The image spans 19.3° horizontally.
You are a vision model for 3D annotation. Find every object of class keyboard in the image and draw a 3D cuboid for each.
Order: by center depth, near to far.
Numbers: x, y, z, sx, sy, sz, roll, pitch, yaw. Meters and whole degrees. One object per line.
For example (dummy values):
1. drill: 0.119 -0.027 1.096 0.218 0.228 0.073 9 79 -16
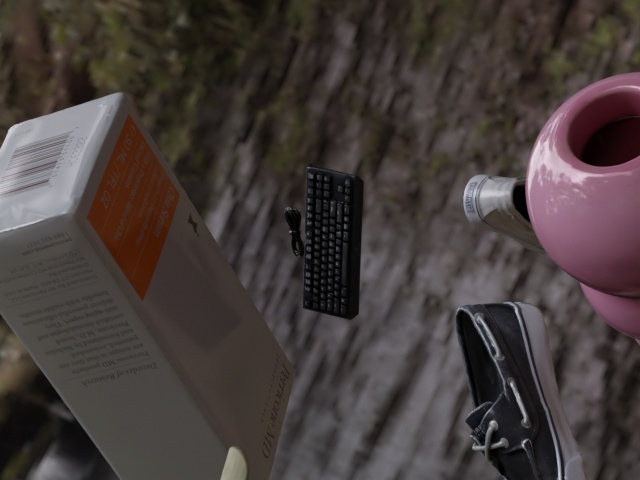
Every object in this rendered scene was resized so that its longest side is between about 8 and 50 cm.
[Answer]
1. keyboard: 0.000 0.000 2.240 0.023 0.108 0.180 -22 -59 -50

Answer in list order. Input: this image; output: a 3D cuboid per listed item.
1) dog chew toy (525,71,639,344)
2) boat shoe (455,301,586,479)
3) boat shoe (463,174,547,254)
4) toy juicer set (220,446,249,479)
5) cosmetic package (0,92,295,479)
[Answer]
1. dog chew toy: 0.317 -0.001 1.735 0.207 0.206 0.332 -58 -39 -22
2. boat shoe: 0.206 0.201 2.021 0.108 0.102 0.301 127 140 -54
3. boat shoe: 0.293 -0.032 2.430 0.258 0.084 0.095 5 -94 -47
4. toy juicer set: -0.013 0.381 1.871 0.209 0.329 0.089 -53 -13 15
5. cosmetic package: -0.209 0.085 2.157 0.453 0.161 0.230 60 -153 -32
